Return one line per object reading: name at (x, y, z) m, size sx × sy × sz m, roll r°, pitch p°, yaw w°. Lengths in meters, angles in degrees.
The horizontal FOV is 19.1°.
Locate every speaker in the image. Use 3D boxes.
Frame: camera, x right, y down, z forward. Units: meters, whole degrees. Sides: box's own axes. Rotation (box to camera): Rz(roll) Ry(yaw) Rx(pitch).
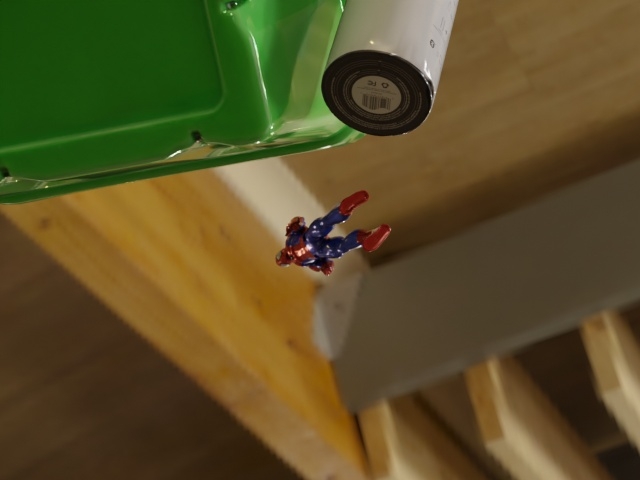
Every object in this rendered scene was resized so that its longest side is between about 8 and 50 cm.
speaker at (0.040, -0.115, 0.928) m, size 0.055 × 0.136 × 0.055 m, roll 8°, pitch -42°, yaw 8°

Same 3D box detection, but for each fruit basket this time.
fruit basket at (-0.094, -0.217, 1.009) m, size 0.283 × 0.392 × 0.392 m, roll -10°, pitch -33°, yaw 8°

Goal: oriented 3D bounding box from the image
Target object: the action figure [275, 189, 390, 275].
action figure at (0.000, 0.000, 1.054) m, size 0.030 × 0.038 × 0.115 m, roll -39°, pitch 5°, yaw -22°
